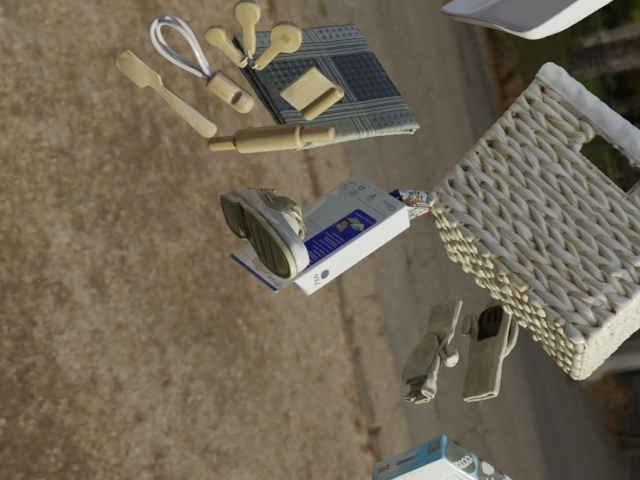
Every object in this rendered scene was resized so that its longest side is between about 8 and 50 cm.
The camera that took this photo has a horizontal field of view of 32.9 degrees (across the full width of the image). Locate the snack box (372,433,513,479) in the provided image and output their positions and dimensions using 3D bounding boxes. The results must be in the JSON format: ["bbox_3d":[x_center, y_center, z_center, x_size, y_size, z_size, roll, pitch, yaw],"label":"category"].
[{"bbox_3d":[0.279,0.504,2.137,0.322,0.187,0.060,36,41,-28],"label":"snack box"}]

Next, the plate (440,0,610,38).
[{"bbox_3d":[0.343,-0.363,1.530,0.045,0.278,0.277,62,-9,-25],"label":"plate"}]

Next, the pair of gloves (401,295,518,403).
[{"bbox_3d":[0.229,0.176,1.815,0.042,0.240,0.204,35,63,-25],"label":"pair of gloves"}]

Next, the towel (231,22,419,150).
[{"bbox_3d":[0.005,-0.313,2.200,0.324,0.056,0.312,-11,60,-34],"label":"towel"}]

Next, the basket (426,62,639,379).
[{"bbox_3d":[0.355,-0.012,1.551,0.328,0.266,0.331,46,-2,19],"label":"basket"}]

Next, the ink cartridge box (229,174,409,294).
[{"bbox_3d":[0.000,0.000,2.139,0.165,0.333,0.065,37,-30,42],"label":"ink cartridge box"}]

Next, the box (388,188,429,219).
[{"bbox_3d":[0.113,-0.044,2.355,0.159,0.233,0.044,1,66,-61],"label":"box"}]

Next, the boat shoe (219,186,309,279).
[{"bbox_3d":[-0.080,-0.031,1.909,0.302,0.103,0.113,43,-31,55],"label":"boat shoe"}]

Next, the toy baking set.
[{"bbox_3d":[-0.100,-0.182,1.243,0.196,0.256,0.030,66,31,-32],"label":"toy baking set"}]
